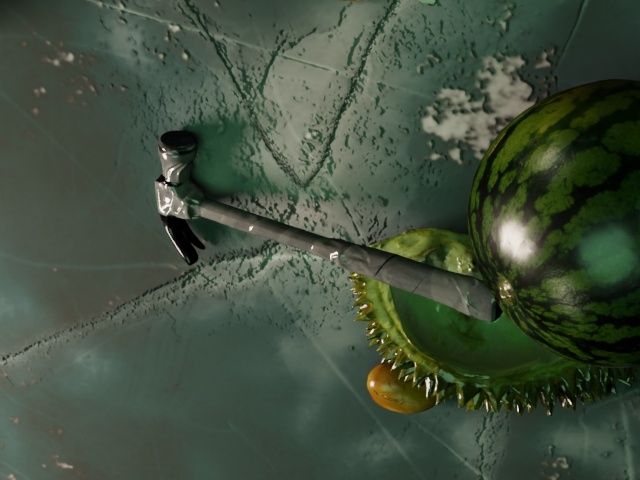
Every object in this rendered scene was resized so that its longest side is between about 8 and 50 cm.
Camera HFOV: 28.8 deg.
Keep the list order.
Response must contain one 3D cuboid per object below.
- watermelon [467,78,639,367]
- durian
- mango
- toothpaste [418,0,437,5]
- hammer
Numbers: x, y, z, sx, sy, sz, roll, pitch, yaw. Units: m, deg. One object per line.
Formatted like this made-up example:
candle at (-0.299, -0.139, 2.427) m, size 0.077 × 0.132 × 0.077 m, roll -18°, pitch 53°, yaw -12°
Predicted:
watermelon at (0.284, -0.018, 1.209) m, size 0.285 × 0.285 × 0.285 m, roll 5°, pitch 120°, yaw 10°
durian at (0.217, 0.100, 1.414) m, size 0.394 × 0.163 × 0.198 m, roll 4°, pitch 80°, yaw 7°
mango at (0.099, 0.179, 1.496) m, size 0.089 × 0.046 × 0.060 m, roll 21°, pitch 119°, yaw -4°
toothpaste at (0.127, -0.325, 1.218) m, size 0.049 × 0.031 × 0.204 m, roll 23°, pitch 124°, yaw 0°
hammer at (0.001, 0.000, 1.359) m, size 0.427 × 0.044 × 0.152 m, roll 17°, pitch 124°, yaw 23°
